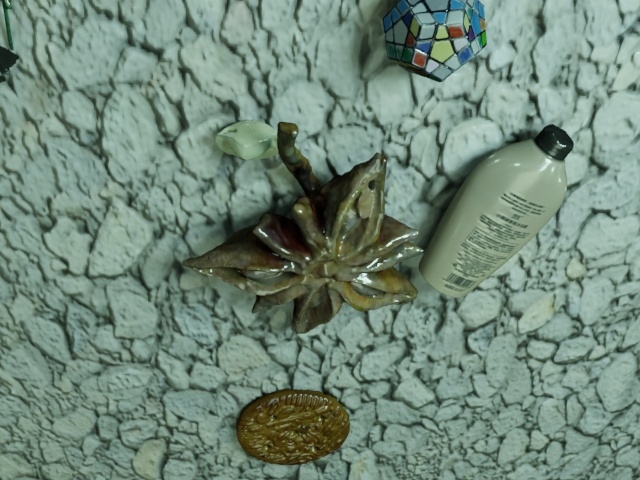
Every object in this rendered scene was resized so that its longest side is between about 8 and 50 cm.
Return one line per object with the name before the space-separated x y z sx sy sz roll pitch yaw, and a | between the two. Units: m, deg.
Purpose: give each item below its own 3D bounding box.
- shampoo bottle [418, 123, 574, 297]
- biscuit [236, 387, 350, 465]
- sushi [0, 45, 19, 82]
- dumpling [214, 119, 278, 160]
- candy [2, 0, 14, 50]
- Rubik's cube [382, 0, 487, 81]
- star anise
shampoo bottle | 0.225 -0.037 1.002 0.127 0.078 0.256 23 126 -17
biscuit | -0.045 0.309 1.296 0.188 0.027 0.187 -3 131 -4
sushi | -0.515 -0.148 0.850 0.264 0.050 0.290 28 121 -26
dumpling | -0.083 -0.113 0.933 0.077 0.043 0.059 -20 148 -10
candy | -0.319 -0.243 0.807 0.035 0.035 0.122 -29 151 -35
Rubik's cube | 0.120 -0.219 0.831 0.111 0.111 0.093 -9 154 1
star anise | -0.001 0.002 0.996 0.292 0.109 0.350 -41 131 19
